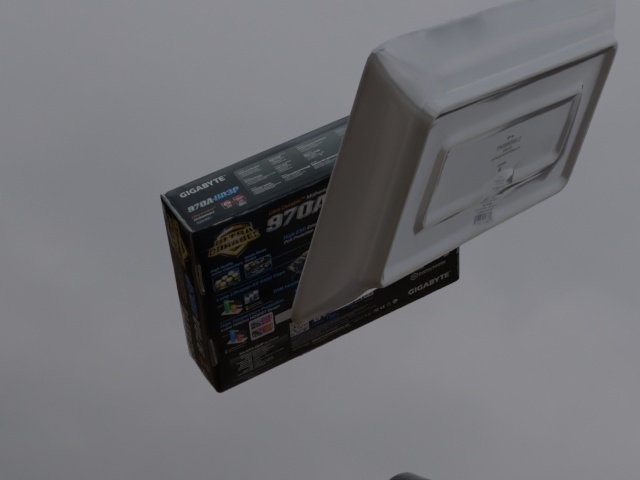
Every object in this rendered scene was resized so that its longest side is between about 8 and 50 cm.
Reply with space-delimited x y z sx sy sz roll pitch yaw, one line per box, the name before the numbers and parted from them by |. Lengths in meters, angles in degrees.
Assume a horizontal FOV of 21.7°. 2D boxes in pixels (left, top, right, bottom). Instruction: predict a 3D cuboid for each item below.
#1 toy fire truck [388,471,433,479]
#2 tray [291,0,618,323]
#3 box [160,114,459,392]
toy fire truck | 0.024 0.299 1.168 0.217 0.246 0.158 -4 9 -39
tray | 0.084 -0.049 0.848 0.030 0.145 0.270 29 28 23
box | 0.000 0.000 1.231 0.051 0.220 0.175 51 -22 39
